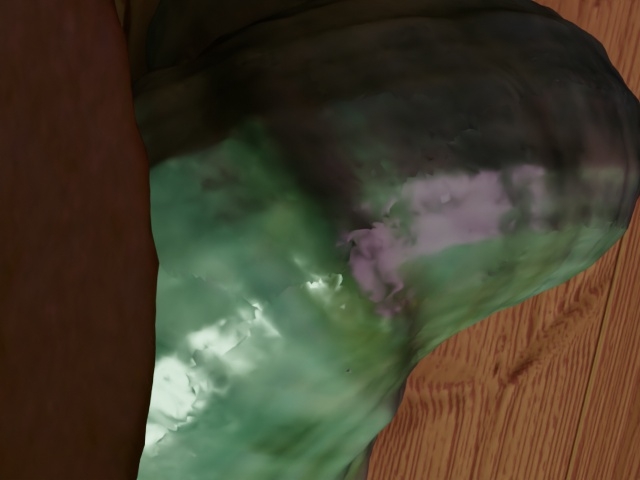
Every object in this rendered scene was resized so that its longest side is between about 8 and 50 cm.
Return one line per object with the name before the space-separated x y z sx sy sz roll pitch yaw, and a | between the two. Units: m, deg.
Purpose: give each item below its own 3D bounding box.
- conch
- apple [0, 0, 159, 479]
conch | 0.000 0.000 0.549 0.220 0.195 0.277 49 41 -78
apple | -0.143 0.008 0.213 0.328 0.295 0.365 -35 144 -7
